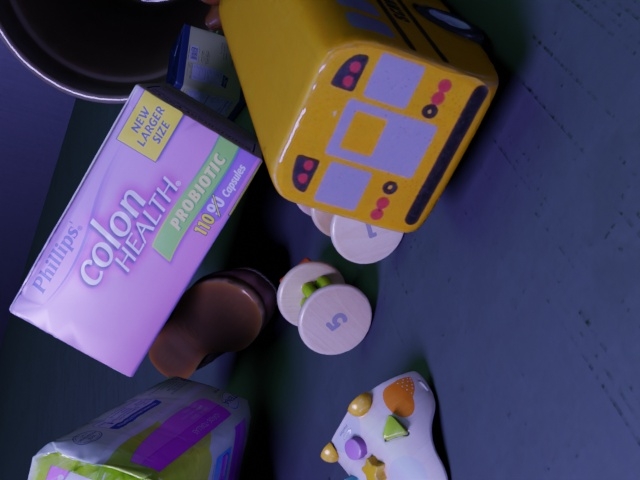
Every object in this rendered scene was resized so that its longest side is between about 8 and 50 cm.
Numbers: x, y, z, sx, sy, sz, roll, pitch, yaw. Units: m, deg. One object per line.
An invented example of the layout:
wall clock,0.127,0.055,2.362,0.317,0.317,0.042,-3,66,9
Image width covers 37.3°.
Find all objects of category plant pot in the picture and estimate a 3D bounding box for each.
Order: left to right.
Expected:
plant pot,-0.261,-0.380,1.293,0.280,0.323,0.323,-84,17,-64

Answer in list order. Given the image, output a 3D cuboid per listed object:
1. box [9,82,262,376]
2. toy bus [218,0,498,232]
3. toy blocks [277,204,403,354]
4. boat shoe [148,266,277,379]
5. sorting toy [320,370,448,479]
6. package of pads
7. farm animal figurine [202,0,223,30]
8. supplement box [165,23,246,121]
box,-0.155,-0.024,0.872,0.213,0.117,0.243,-58,7,6
toy bus,0.012,-0.138,0.649,0.332,0.130,0.108,-110,40,-55
toy blocks,0.000,0.000,0.700,0.148,0.054,0.123,-132,59,-64
boat shoe,-0.094,0.066,0.871,0.073,0.073,0.207,-42,6,-37
sorting toy,0.043,0.132,0.549,0.075,0.045,0.083,53,128,39
package of pads,-0.151,0.272,0.714,0.229,0.101,0.296,-18,-58,-78
farm animal figurine,-0.056,-0.343,0.896,0.327,0.172,0.330,-49,42,16
supplement box,-0.130,-0.191,1.094,0.056,0.083,0.083,140,138,-57
